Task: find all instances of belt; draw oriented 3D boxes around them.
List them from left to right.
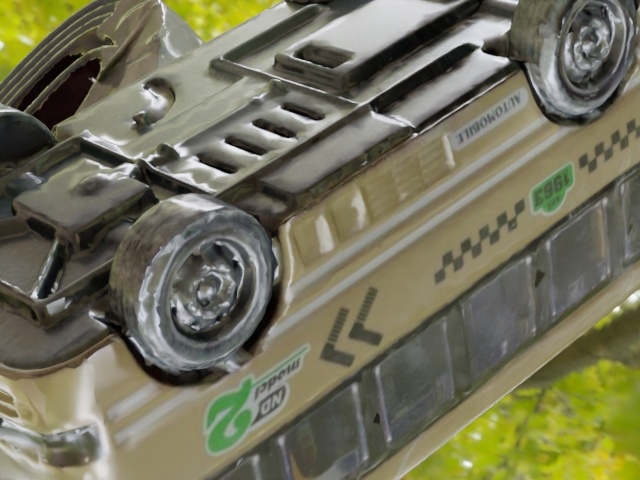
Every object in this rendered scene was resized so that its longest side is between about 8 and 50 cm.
[{"bbox_3d":[-0.203,-0.024,1.205,0.347,0.117,0.212,-50,-146,-5],"label":"belt"}]

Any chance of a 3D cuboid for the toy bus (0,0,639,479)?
[{"bbox_3d":[0.000,0.000,0.555,0.289,0.157,0.139,-34,-143,-31],"label":"toy bus"}]
